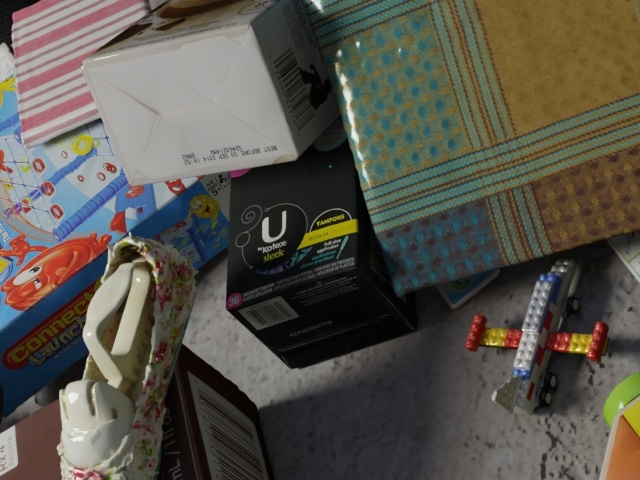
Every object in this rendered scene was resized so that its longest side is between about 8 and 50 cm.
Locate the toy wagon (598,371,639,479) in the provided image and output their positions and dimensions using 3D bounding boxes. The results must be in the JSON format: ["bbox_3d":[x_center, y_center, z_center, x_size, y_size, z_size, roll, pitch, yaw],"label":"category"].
[{"bbox_3d":[0.278,0.171,1.007,0.344,0.068,0.267,-38,44,6],"label":"toy wagon"}]

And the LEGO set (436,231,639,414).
[{"bbox_3d":[0.176,0.018,1.204,0.182,0.060,0.244,-40,45,9],"label":"LEGO set"}]

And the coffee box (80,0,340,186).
[{"bbox_3d":[-0.043,-0.169,1.360,0.168,0.119,0.297,-8,24,30],"label":"coffee box"}]

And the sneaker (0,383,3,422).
[{"bbox_3d":[-0.337,0.167,1.372,0.276,0.097,0.135,-53,17,40],"label":"sneaker"}]

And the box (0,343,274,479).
[{"bbox_3d":[-0.220,0.256,1.251,0.381,0.143,0.191,-32,45,14],"label":"box"}]

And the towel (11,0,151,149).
[{"bbox_3d":[-0.220,-0.177,1.523,0.144,0.029,0.197,-23,47,11],"label":"towel"}]

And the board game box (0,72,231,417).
[{"bbox_3d":[-0.246,-0.037,1.496,0.302,0.086,0.308,-38,44,-5],"label":"board game box"}]

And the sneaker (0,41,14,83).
[{"bbox_3d":[-0.324,-0.153,1.689,0.061,0.053,0.152,-37,45,10],"label":"sneaker"}]

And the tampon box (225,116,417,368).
[{"bbox_3d":[0.000,0.000,1.308,0.120,0.101,0.161,-20,49,22],"label":"tampon box"}]

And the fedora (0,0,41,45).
[{"bbox_3d":[-0.355,-0.319,1.762,0.334,0.152,0.334,-19,49,23],"label":"fedora"}]

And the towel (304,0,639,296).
[{"bbox_3d":[0.122,-0.167,1.183,0.271,0.040,0.370,-16,91,25],"label":"towel"}]

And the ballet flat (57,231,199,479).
[{"bbox_3d":[-0.151,0.100,1.168,0.091,0.077,0.241,-11,53,28],"label":"ballet flat"}]
